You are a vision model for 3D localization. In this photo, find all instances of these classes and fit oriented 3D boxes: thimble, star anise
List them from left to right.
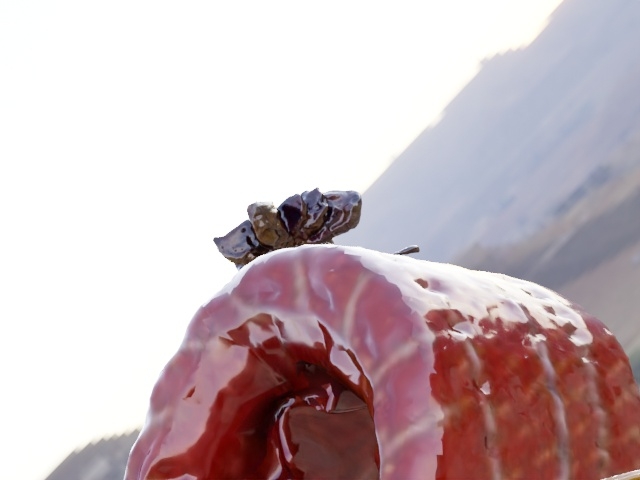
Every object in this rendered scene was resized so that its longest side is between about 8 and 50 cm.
[{"bbox_3d":[0.000,0.000,1.621,0.190,0.070,0.097,-7,-39,-28],"label":"star anise"},{"bbox_3d":[0.041,0.180,1.311,0.230,0.350,0.350,13,-48,-39],"label":"thimble"}]

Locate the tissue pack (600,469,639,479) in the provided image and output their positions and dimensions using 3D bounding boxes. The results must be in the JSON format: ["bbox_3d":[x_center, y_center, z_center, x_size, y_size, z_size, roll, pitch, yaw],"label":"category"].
[{"bbox_3d":[0.218,0.180,0.773,0.145,0.194,0.274,-20,-16,27],"label":"tissue pack"}]
